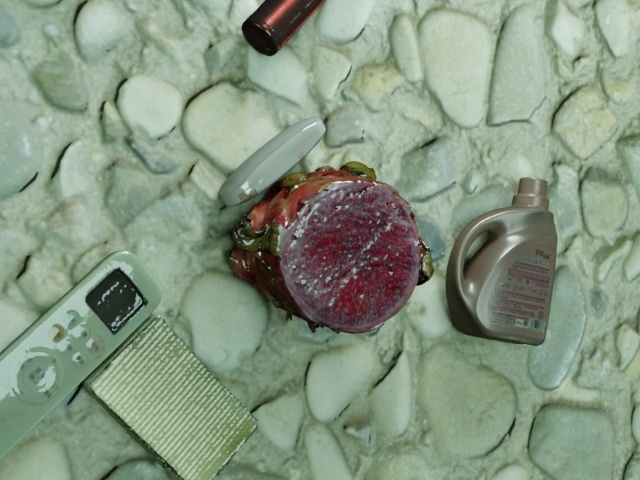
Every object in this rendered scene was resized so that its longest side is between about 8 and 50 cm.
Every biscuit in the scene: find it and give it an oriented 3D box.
[{"bbox_3d":[-0.174,0.195,1.210,0.121,0.040,0.199,-48,113,-24],"label":"biscuit"}]

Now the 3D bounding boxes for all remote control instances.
[{"bbox_3d":[-0.304,0.134,1.135,0.309,0.038,0.090,-44,111,-23],"label":"remote control"}]

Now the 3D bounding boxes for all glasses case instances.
[{"bbox_3d":[-0.059,-0.098,1.262,0.164,0.063,0.041,-43,108,-24],"label":"glasses case"}]

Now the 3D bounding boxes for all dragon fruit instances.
[{"bbox_3d":[0.000,0.000,1.264,0.282,0.147,0.211,12,94,-28],"label":"dragon fruit"}]

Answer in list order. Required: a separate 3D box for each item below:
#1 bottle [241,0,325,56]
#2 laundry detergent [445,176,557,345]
[{"bbox_3d":[-0.028,-0.306,1.283,0.060,0.060,0.164,49,67,-21],"label":"bottle"},{"bbox_3d":[0.256,0.022,1.439,0.171,0.076,0.237,11,84,-30],"label":"laundry detergent"}]
